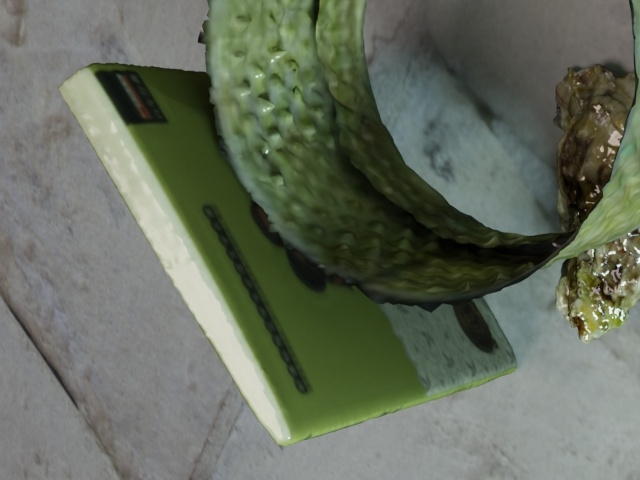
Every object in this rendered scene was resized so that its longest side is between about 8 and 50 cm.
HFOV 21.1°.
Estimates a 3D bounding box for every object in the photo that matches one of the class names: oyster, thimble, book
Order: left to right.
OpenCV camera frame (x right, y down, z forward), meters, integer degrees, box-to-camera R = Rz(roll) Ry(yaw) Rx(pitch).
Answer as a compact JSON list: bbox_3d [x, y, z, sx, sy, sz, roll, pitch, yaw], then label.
[{"bbox_3d":[0.000,0.000,1.058,0.035,0.352,0.239,-36,77,22],"label":"book"},{"bbox_3d":[0.084,-0.107,0.945,0.270,0.150,0.271,7,103,34],"label":"thimble"},{"bbox_3d":[0.176,-0.023,1.022,0.108,0.053,0.166,-1,101,44],"label":"oyster"}]
